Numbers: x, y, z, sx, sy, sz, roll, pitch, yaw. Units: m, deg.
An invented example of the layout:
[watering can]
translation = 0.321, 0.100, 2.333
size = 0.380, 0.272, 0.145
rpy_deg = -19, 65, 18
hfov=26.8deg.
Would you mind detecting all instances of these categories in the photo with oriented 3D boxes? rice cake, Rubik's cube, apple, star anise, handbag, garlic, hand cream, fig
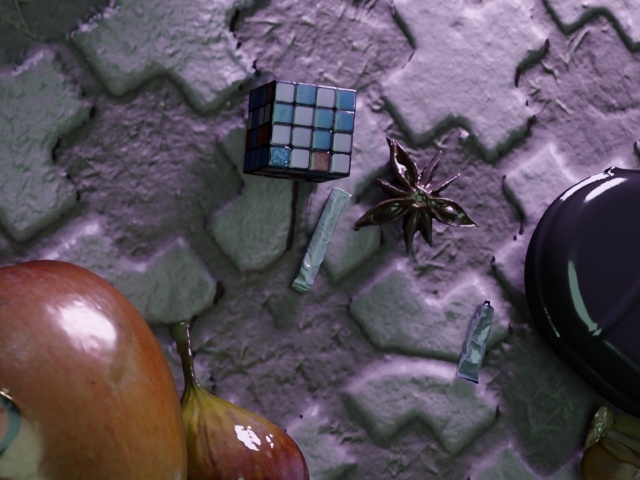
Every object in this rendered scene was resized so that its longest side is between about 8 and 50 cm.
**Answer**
[rice cake]
translation = 0.000, 0.000, 1.441
size = 0.022, 0.021, 0.121
rpy_deg = 24, 81, -7
[Rubik's cube]
translation = -0.022, -0.112, 1.399
size = 0.092, 0.092, 0.092
rpy_deg = 5, 86, -19
[apple]
translation = -0.274, 0.194, 1.174
size = 0.338, 0.338, 0.305
rpy_deg = -28, 86, -18
[star anise]
translation = 0.114, -0.039, 1.460
size = 0.129, 0.056, 0.124
rpy_deg = 20, 84, -2
[handbag]
translation = 0.371, 0.059, 1.517
size = 0.308, 0.093, 0.254
rpy_deg = 41, 70, -12
[garlic]
translation = 0.346, 0.247, 1.523
size = 0.113, 0.094, 0.074
rpy_deg = -52, 146, -21
[hand cream]
translation = 0.175, 0.112, 1.503
size = 0.030, 0.019, 0.093
rpy_deg = 17, 89, -20
[fig]
translation = -0.112, 0.208, 1.357
size = 0.160, 0.230, 0.143
rpy_deg = -20, 138, -18
